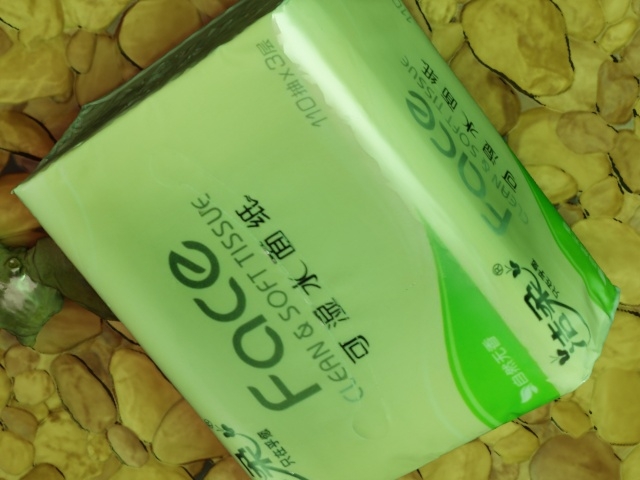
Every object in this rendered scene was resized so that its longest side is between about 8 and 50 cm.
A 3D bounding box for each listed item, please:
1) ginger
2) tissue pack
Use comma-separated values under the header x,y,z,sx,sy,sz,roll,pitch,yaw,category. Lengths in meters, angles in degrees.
x,y,z,sx,sy,sz,roll,pitch,yaw,category
-0.250,0.044,1.621,0.290,0.084,0.122,4,100,5,ginger
0.000,0.000,1.485,0.332,0.205,0.405,-31,104,28,tissue pack
